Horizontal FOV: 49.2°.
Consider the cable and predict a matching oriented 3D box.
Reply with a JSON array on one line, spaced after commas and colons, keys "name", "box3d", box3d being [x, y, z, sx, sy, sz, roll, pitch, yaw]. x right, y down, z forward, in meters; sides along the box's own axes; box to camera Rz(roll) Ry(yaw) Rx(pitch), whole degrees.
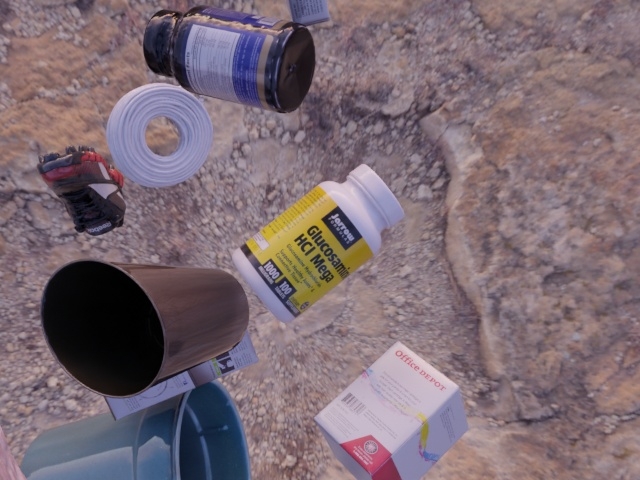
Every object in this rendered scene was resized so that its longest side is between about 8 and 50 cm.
[{"name": "cable", "box3d": [-0.390, -0.256, 1.720, 0.257, 0.089, 0.257, -10, 105, -30]}]

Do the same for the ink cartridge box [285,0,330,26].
[{"name": "ink cartridge box", "box3d": [-0.053, -0.482, 0.991, 0.060, 0.275, 0.238, -15, 44, -1]}]

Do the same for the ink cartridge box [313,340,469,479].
[{"name": "ink cartridge box", "box3d": [0.107, 0.265, 1.015, 0.176, 0.127, 0.128, -39, 47, -16]}]

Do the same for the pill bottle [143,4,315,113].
[{"name": "pill bottle", "box3d": [-0.128, -0.255, 0.965, 0.219, 0.123, 0.122, 17, 83, 20]}]

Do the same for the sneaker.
[{"name": "sneaker", "box3d": [-0.409, -0.081, 1.232, 0.098, 0.276, 0.135, -15, 82, -1]}]

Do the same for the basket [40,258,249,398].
[{"name": "basket", "box3d": [-0.209, 0.102, 0.919, 0.204, 0.227, 0.154, 23, 100, 25]}]

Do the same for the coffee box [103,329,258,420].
[{"name": "coffee box", "box3d": [-0.245, 0.179, 1.165, 0.247, 0.141, 0.098, -22, 114, -11]}]

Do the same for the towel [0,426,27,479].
[{"name": "towel", "box3d": [-0.245, 0.236, 0.523, 0.053, 0.332, 0.316, -24, 105, -18]}]

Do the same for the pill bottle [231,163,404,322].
[{"name": "pill bottle", "box3d": [0.000, 0.000, 1.432, 0.334, 0.188, 0.188, -39, 87, -3]}]

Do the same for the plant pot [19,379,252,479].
[{"name": "plant pot", "box3d": [-0.340, 0.448, 1.287, 0.334, 0.341, 0.340, -14, 85, 11]}]
